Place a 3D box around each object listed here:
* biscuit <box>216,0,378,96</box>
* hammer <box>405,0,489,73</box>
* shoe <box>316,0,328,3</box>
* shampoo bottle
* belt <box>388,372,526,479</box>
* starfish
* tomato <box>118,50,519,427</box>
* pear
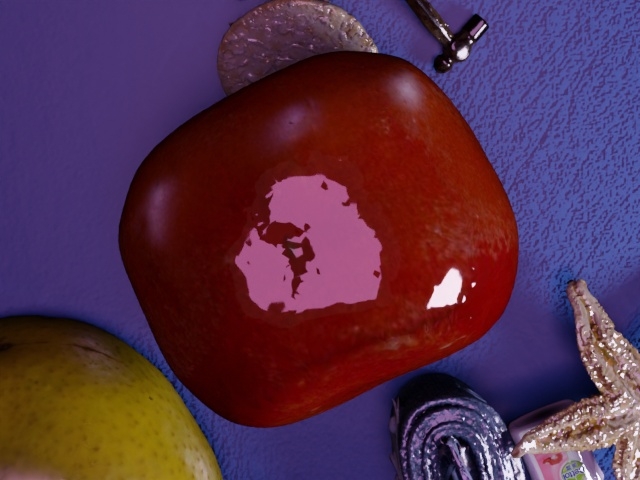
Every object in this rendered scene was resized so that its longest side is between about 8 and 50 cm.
[{"bbox_3d":[-0.020,-0.159,1.223,0.152,0.020,0.152,2,132,2],"label":"biscuit"},{"bbox_3d":[0.082,-0.229,1.218,0.065,0.021,0.178,-44,117,3],"label":"hammer"},{"bbox_3d":[-0.026,-0.289,1.205,0.092,0.089,0.180,8,107,0],"label":"shoe"},{"bbox_3d":[0.231,0.212,1.308,0.072,0.043,0.099,-22,99,-1],"label":"shampoo bottle"},{"bbox_3d":[0.138,0.238,1.268,0.122,0.128,0.218,-18,98,-2],"label":"belt"},{"bbox_3d":[0.317,0.131,1.274,0.295,0.048,0.231,2,90,-16],"label":"starfish"},{"bbox_3d":[0.000,0.000,1.147,0.325,0.290,0.293,-19,94,5],"label":"tomato"},{"bbox_3d":[-0.283,0.247,1.233,0.386,0.191,0.340,17,96,-5],"label":"pear"}]
